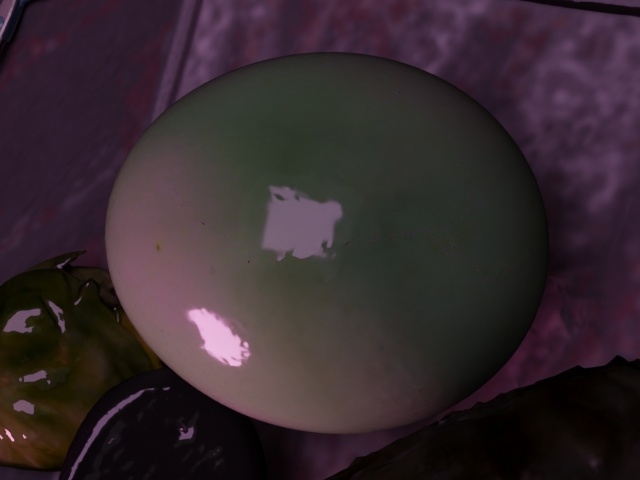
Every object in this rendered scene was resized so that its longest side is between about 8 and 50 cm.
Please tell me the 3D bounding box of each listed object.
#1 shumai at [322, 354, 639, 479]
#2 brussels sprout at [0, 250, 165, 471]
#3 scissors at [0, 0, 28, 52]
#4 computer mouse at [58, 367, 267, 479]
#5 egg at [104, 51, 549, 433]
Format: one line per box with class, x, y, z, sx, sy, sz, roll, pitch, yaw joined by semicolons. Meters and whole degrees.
shumai;0.069;0.281;0.811;0.395;0.395;0.348;-29;78;19
brussels sprout;-0.186;0.091;1.118;0.181;0.100;0.139;-32;86;7
scissors;-0.235;-0.164;1.239;0.058;0.014;0.119;22;86;33
computer mouse;-0.109;0.213;1.040;0.137;0.086;0.270;11;88;0
egg;0.000;0.000;0.964;0.269;0.220;0.220;10;84;27
